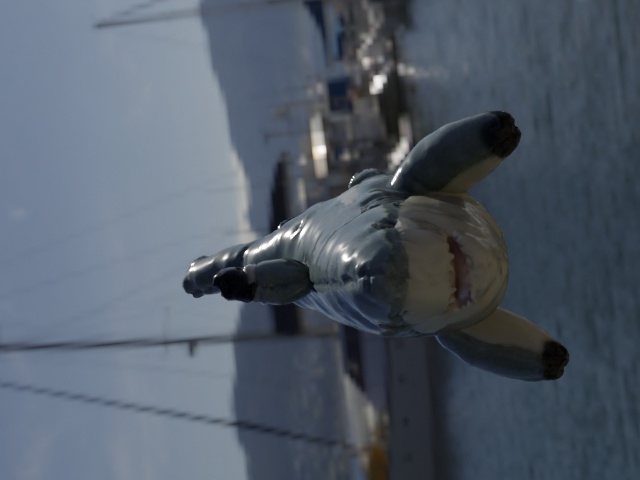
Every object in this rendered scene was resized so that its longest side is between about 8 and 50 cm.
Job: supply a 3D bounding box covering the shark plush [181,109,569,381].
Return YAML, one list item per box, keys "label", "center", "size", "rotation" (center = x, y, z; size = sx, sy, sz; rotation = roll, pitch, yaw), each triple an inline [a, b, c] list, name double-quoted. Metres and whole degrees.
- label: "shark plush"
  center: [0.000, 0.000, 0.452]
  size: [0.161, 0.067, 0.073]
  rotation: [17, 119, 55]
